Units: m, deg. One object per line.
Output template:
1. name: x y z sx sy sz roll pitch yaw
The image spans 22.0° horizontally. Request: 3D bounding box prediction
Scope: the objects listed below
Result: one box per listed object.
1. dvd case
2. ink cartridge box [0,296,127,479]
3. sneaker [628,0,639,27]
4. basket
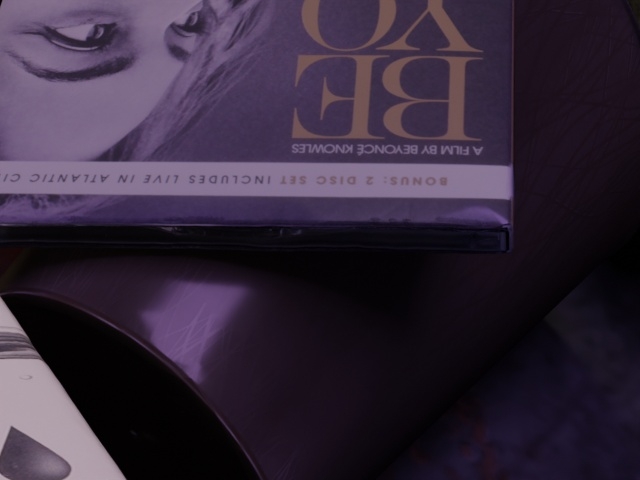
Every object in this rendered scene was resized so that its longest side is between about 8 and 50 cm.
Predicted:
1. dvd case: -0.019 -0.090 0.534 0.164 0.018 0.221 1 54 6
2. ink cartridge box: -0.156 0.090 0.381 0.198 0.115 0.273 -3 19 -24
3. sneaker: 0.094 -0.183 0.794 0.202 0.185 0.483 -1 38 -18
4. basket: 0.000 0.000 0.581 0.154 0.204 0.227 11 45 37
